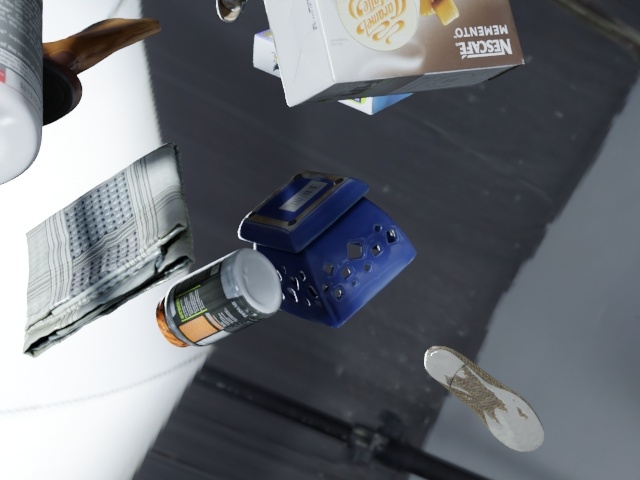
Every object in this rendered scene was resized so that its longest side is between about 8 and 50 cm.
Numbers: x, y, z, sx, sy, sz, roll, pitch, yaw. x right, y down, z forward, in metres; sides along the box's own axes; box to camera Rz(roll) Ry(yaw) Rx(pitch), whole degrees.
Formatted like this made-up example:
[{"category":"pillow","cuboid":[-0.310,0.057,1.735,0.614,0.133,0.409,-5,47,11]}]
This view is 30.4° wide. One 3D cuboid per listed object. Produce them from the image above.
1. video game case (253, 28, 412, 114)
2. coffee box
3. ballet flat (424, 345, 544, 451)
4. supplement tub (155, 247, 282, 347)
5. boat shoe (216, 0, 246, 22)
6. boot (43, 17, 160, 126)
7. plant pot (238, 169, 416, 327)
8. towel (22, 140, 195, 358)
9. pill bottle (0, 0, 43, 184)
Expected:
[{"category":"video game case","cuboid":[0.070,-0.306,1.909,0.269,0.244,0.061,-30,-44,-42]},{"category":"coffee box","cuboid":[0.077,-0.226,1.232,0.098,0.246,0.141,-19,82,58]},{"category":"ballet flat","cuboid":[0.277,0.265,2.002,0.084,0.250,0.058,-52,2,7]},{"category":"supplement tub","cuboid":[-0.164,0.096,1.864,0.190,0.117,0.117,-25,39,32]},{"category":"boat shoe","cuboid":[-0.112,-0.318,1.489,0.125,0.046,0.038,122,162,-71]},{"category":"boot","cuboid":[-0.309,-0.222,1.505,0.264,0.096,0.280,-4,19,45]},{"category":"plant pot","cuboid":[0.000,0.000,2.255,0.236,0.212,0.236,-41,28,-23]},{"category":"towel","cuboid":[-0.340,0.002,1.833,0.312,0.056,0.324,-30,37,9]},{"category":"pill bottle","cuboid":[-0.357,-0.204,1.169,0.161,0.161,0.283,-46,41,41]}]
